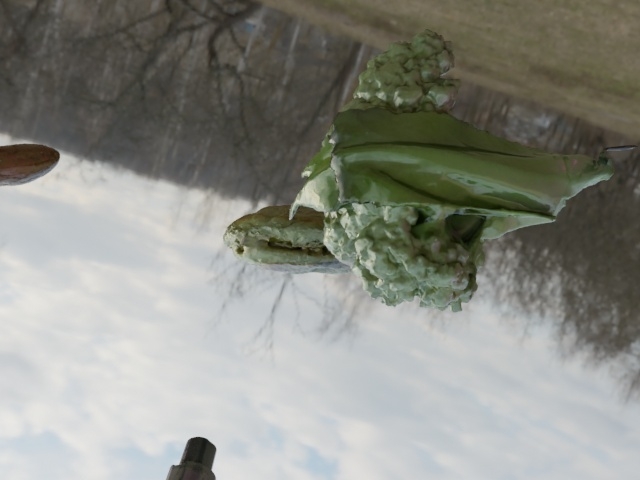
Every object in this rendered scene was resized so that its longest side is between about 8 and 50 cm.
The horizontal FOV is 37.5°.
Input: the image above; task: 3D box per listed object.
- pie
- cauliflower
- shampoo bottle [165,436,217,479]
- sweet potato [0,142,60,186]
[{"bbox_3d":[0.000,0.000,1.184,0.247,0.090,0.201,1,-175,1],"label":"pie"},{"bbox_3d":[0.128,-0.051,0.875,0.315,0.239,0.256,1,-141,5],"label":"cauliflower"},{"bbox_3d":[-0.178,0.346,1.199,0.072,0.072,0.214,17,-140,-2],"label":"shampoo bottle"},{"bbox_3d":[-0.400,-0.079,1.055,0.214,0.050,0.050,-9,-160,-30],"label":"sweet potato"}]
